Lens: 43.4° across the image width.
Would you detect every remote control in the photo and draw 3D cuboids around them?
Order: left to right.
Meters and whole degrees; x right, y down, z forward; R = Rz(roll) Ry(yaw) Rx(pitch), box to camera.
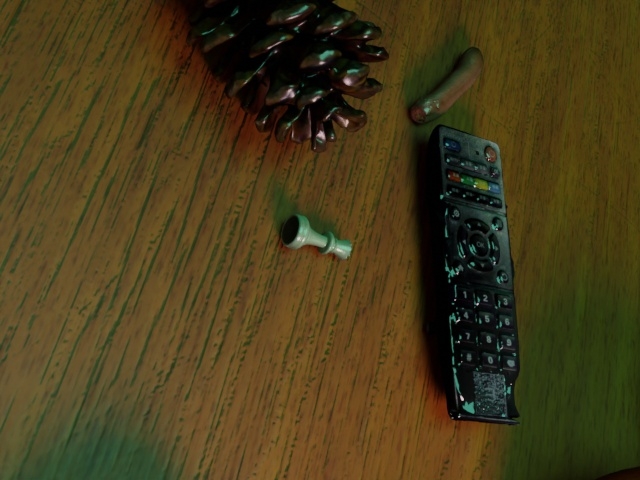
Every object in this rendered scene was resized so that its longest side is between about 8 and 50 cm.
[{"bbox_3d":[0.201,0.043,1.074,0.144,0.062,0.399,13,66,-31],"label":"remote control"}]

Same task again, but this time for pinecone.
[{"bbox_3d":[-0.035,-0.254,0.928,0.244,0.244,0.309,-28,106,-37],"label":"pinecone"}]

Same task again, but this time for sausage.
[{"bbox_3d":[0.191,-0.225,1.172,0.043,0.043,0.186,50,55,-10],"label":"sausage"}]

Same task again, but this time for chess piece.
[{"bbox_3d":[0.000,0.000,0.969,0.093,0.042,0.042,19,64,-35],"label":"chess piece"}]

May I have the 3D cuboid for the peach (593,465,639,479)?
[{"bbox_3d":[0.452,0.436,0.961,0.405,0.310,0.335,9,66,-29],"label":"peach"}]
